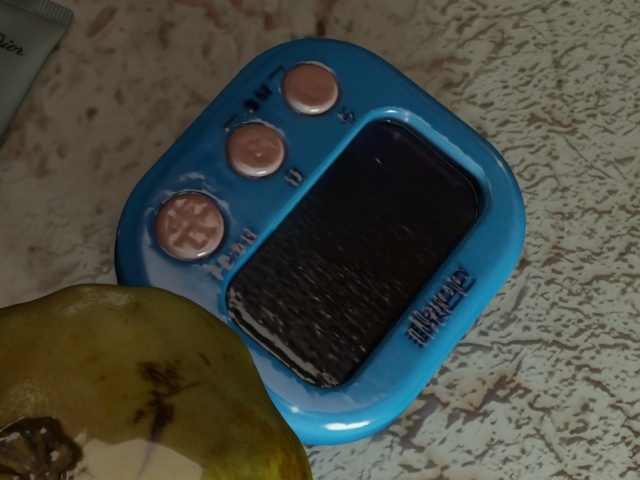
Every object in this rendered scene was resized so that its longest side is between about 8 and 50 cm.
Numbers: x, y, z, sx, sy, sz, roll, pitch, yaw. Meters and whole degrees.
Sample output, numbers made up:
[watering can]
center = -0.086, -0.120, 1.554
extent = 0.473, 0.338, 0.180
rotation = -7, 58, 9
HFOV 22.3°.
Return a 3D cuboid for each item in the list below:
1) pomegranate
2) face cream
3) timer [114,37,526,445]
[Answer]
[pomegranate]
center = -0.170, 0.198, 1.267
extent = 0.332, 0.332, 0.333
rotation = 4, 70, -10
[face cream]
center = -0.339, -0.114, 1.466
extent = 0.143, 0.089, 0.314
rotation = 19, 57, -5
[timer]
center = 0.000, 0.000, 1.468
extent = 0.309, 0.115, 0.340
rotation = 38, 67, 5
